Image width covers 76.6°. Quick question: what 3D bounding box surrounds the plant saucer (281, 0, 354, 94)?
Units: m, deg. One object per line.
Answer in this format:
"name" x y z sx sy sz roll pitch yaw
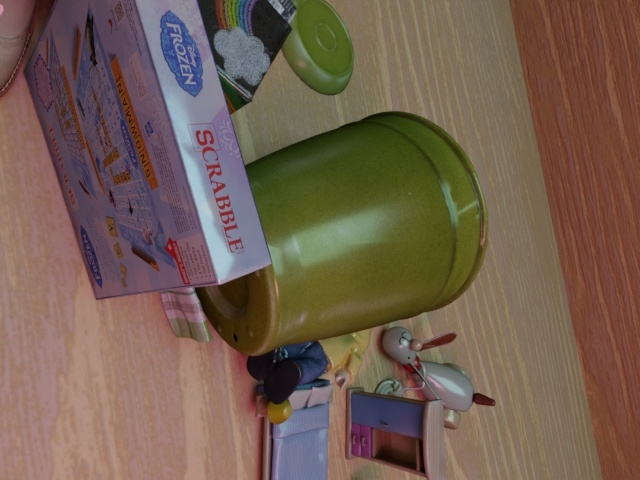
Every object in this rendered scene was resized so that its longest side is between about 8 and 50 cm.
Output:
"plant saucer" 0.002 -0.457 0.927 0.241 0.037 0.240 11 74 -42

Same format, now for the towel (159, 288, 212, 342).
"towel" -0.206 0.070 0.566 0.023 0.113 0.151 -24 100 -38

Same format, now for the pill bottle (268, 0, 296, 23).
"pill bottle" -0.167 -0.454 0.696 0.246 0.131 0.130 42 55 -30

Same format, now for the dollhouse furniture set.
"dollhouse furniture set" 0.044 0.391 0.685 0.304 0.198 0.285 13 73 -42

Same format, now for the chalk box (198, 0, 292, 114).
"chalk box" -0.223 -0.325 0.584 0.289 0.179 0.180 38 58 -32

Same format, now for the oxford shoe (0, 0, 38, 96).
"oxford shoe" -0.348 -0.334 0.399 0.141 0.147 0.396 -1 113 -44

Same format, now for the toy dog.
"toy dog" 0.293 0.331 0.966 0.334 0.161 0.219 26 64 -38

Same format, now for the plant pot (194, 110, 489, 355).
"plant pot" 0.000 0.000 0.626 0.353 0.367 0.365 -19 95 -39

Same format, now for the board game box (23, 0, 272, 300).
"board game box" -0.214 -0.099 0.447 0.066 0.318 0.318 -19 96 -46

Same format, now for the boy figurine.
"boy figurine" -0.001 0.189 0.734 0.285 0.177 0.092 1 125 -58
